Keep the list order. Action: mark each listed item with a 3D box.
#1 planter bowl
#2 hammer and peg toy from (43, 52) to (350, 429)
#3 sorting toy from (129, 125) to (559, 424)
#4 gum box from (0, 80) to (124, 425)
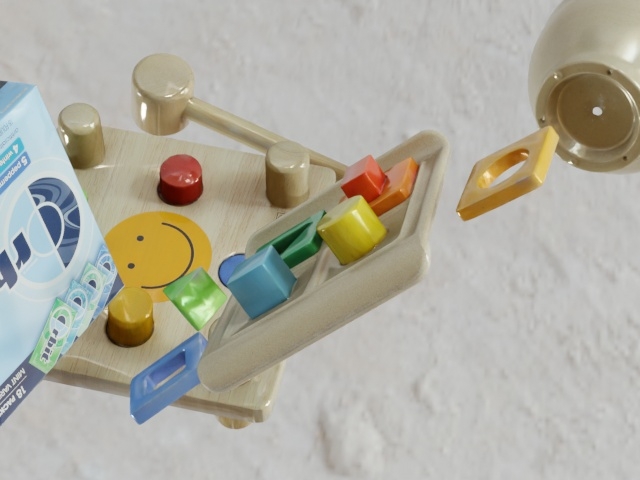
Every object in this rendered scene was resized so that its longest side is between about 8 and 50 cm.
[{"bbox_3d":[0.234,-0.119,1.338,0.162,0.109,0.162,14,123,23],"label":"planter bowl"},{"bbox_3d":[-0.116,-0.023,1.406,0.266,0.361,0.127,11,144,8],"label":"hammer and peg toy"},{"bbox_3d":[0.000,0.000,1.115,0.348,0.196,0.047,-31,110,21],"label":"sorting toy"},{"bbox_3d":[-0.222,0.010,1.145,0.041,0.157,0.184,10,134,32],"label":"gum box"}]
